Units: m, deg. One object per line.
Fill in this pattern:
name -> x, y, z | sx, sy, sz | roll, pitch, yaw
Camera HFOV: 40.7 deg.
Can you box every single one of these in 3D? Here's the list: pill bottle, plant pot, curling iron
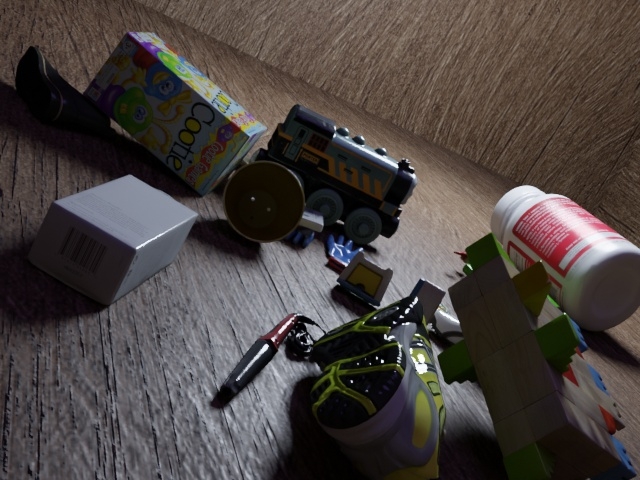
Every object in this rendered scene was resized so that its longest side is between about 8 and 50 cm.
pill bottle -> 0.602, 0.027, 2.146 | 0.229, 0.229, 0.408 | 18, 19, -32
plant pot -> -0.100, -0.058, 1.442 | 0.134, 0.134, 0.095 | 27, -11, -8
curling iron -> -0.055, 0.137, 1.052 | 0.068, 0.035, 0.274 | 33, 16, 13

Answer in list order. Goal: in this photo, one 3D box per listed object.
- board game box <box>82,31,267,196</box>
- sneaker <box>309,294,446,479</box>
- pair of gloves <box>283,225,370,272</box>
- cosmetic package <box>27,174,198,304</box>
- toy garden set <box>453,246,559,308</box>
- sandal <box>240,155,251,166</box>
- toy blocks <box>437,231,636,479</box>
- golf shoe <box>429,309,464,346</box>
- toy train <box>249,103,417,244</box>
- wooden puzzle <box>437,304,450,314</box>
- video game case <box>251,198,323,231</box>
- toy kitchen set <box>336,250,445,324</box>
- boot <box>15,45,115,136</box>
board game box -> -0.256, -0.231, 1.549 | 0.275, 0.142, 0.144 | 40, 16, -2
sneaker -> 0.076, 0.177, 1.025 | 0.147, 0.145, 0.385 | 62, 16, -8
pair of gloves -> 0.000, 0.000, 1.586 | 0.198, 0.023, 0.159 | 31, 16, 3
cosmetic package -> -0.251, -0.007, 1.079 | 0.117, 0.086, 0.231 | 30, 14, 4
toy garden set -> 0.386, 0.089, 1.912 | 0.244, 0.049, 0.204 | 12, 29, -42
sandal -> -0.107, -0.160, 1.843 | 0.180, 0.049, 0.072 | 16, 21, -39
toy blocks -> 0.322, 0.205, 1.214 | 0.261, 0.190, 0.381 | 38, 27, -36
golf shoe -> 0.274, 0.158, 1.441 | 0.198, 0.094, 0.077 | 34, 18, 22
toy train -> 0.030, -0.129, 1.725 | 0.333, 0.190, 0.142 | 26, 17, -11
wooden puzzle -> 0.218, 0.127, 1.593 | 0.049, 0.006, 0.083 | 28, 16, -2
video game case -> -0.070, -0.060, 1.595 | 0.157, 0.019, 0.143 | 20, 10, -4
toy kitchen set -> 0.090, 0.097, 1.342 | 0.166, 0.122, 0.207 | 31, -4, 9
boot -> -0.455, -0.256, 1.533 | 0.137, 0.077, 0.198 | 19, 31, -45
